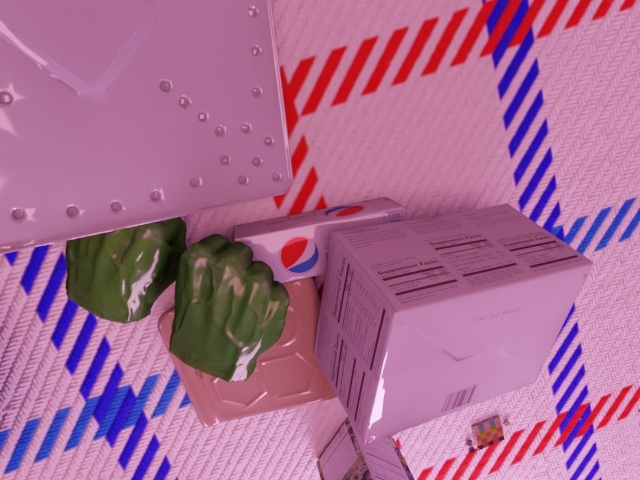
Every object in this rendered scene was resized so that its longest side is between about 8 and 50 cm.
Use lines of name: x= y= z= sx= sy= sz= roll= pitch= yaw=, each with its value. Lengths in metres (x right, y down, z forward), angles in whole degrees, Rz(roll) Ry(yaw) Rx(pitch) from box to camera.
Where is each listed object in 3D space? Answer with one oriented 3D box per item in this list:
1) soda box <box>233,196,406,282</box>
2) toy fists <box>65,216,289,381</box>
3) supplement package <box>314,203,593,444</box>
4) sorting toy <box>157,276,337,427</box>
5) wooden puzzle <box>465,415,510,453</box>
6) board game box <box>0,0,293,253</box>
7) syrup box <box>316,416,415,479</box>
soda box: x=0.000 y=0.000 z=0.638 sx=0.216 sy=0.074 sz=0.069 roll=-11 pitch=107 yaw=-8
toy fists: x=-0.165 y=0.039 z=0.567 sx=0.279 sy=0.096 sz=0.142 roll=26 pitch=117 yaw=10
supplement package: x=0.146 y=0.089 z=0.598 sx=0.262 sy=0.145 sz=0.203 roll=-9 pitch=127 yaw=-23
sorting toy: x=-0.087 y=0.151 z=0.670 sx=0.209 sy=0.038 sz=0.192 roll=-15 pitch=112 yaw=1
wooden puzzle: x=0.277 y=0.319 z=0.818 sx=0.083 sy=0.006 sz=0.049 roll=-20 pitch=108 yaw=-5
board game box: x=-0.225 y=-0.201 z=0.443 sx=0.390 sy=0.050 sz=0.389 roll=-16 pitch=108 yaw=-31
syrup box: x=0.075 y=0.358 z=0.668 sx=0.096 sy=0.237 sz=0.093 roll=31 pitch=97 yaw=-17
